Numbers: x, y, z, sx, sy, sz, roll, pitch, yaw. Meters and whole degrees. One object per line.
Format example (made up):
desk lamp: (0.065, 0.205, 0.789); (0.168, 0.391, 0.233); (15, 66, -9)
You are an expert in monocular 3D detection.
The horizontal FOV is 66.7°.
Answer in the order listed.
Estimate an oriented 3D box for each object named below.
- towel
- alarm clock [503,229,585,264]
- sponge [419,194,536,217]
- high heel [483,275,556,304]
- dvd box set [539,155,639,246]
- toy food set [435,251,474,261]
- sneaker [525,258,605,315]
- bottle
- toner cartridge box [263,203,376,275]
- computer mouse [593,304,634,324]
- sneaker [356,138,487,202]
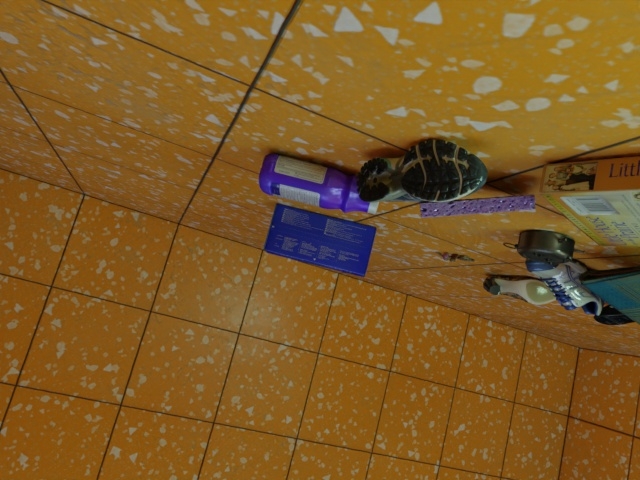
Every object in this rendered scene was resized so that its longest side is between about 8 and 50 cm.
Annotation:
towel: (0.853, 0.171, 1.167); (0.370, 0.040, 0.271); (33, 164, -5)
alarm clock: (0.554, 0.019, 1.240); (0.129, 0.064, 0.192); (22, 171, -34)
sponge: (0.304, -0.069, 0.966); (0.209, 0.031, 0.117); (-4, -175, 14)
high heel: (0.742, 0.172, 1.797); (0.260, 0.093, 0.186); (4, -174, 11)
dvd box set: (0.613, -0.053, 0.757); (0.307, 0.062, 0.420); (23, 167, -39)
toy food set: (0.466, 0.062, 1.694); (0.122, 0.019, 0.077); (6, 166, 41)
sneaker: (0.719, 0.132, 1.407); (0.296, 0.131, 0.112); (19, 171, -15)
bottle: (0.001, -0.127, 1.143); (0.282, 0.092, 0.118); (14, 170, 4)
toner cartridge box: (0.000, 0.000, 1.627); (0.347, 0.165, 0.075); (14, 170, 6)
computer mouse: (1.133, 0.263, 1.733); (0.183, 0.060, 0.262); (22, 157, -13)
sneaker: (0.202, -0.125, 0.924); (0.122, 0.110, 0.282); (0, -177, -37)
